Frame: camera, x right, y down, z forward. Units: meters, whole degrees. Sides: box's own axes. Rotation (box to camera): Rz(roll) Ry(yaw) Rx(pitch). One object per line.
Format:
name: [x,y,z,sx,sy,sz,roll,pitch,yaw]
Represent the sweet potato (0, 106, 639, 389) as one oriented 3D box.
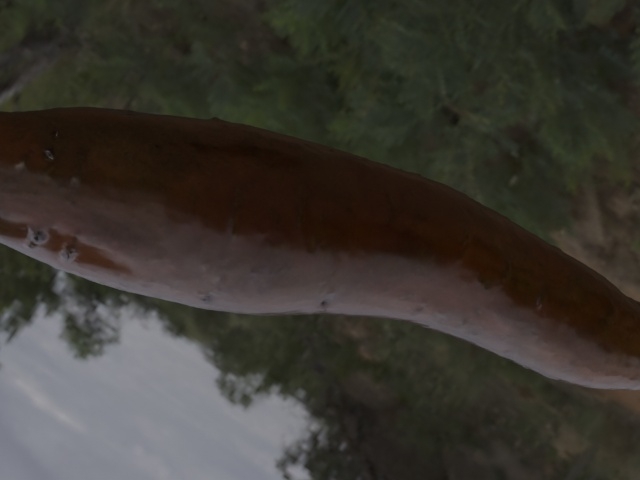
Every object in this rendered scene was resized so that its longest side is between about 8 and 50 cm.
sweet potato: [0.001,-0.001,0.372,0.265,0.057,0.057,11,-179,-17]
